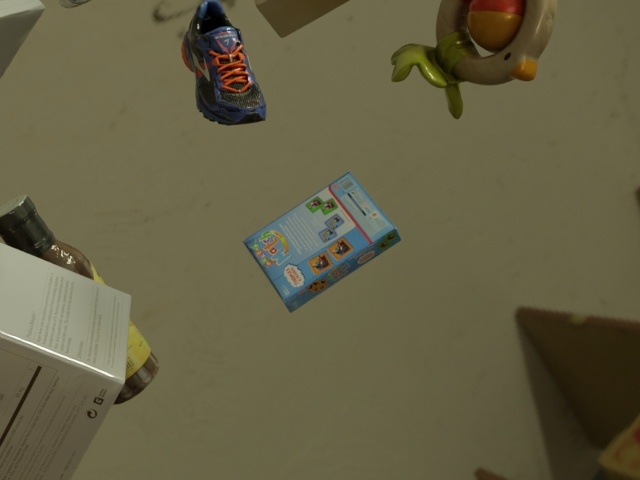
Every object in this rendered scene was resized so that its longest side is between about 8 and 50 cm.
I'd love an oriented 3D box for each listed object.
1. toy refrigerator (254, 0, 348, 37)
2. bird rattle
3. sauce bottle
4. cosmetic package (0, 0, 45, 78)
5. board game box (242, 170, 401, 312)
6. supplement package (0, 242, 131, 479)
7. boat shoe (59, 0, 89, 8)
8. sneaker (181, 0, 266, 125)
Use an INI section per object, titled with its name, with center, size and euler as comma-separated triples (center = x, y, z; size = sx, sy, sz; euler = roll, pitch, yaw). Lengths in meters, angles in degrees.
[toy refrigerator]
center = 0.024, -0.447, 1.874
size = 0.094, 0.269, 0.102
euler = 47, 22, -47
[bird rattle]
center = 0.198, -0.275, 1.387
size = 0.206, 0.254, 0.143
euler = 13, -8, 43
[sauce bottle]
center = -0.373, 0.088, 1.734
size = 0.111, 0.111, 0.344
euler = 3, -51, 54
[cosmetic package]
center = -0.452, -0.226, 1.191
size = 0.224, 0.138, 0.224
euler = 43, -61, 3
[board game box]
center = 0.000, 0.000, 1.845
size = 0.160, 0.211, 0.039
euler = 54, -6, 41
[supplement package]
center = -0.365, 0.111, 1.180
size = 0.292, 0.175, 0.177
euler = 24, 22, -18
[boat shoe]
center = -0.241, -0.275, 1.224
size = 0.035, 0.100, 0.035
euler = -23, -69, 46
[sneaker]
center = -0.127, -0.226, 1.467
size = 0.087, 0.083, 0.221
euler = 102, -32, -44
